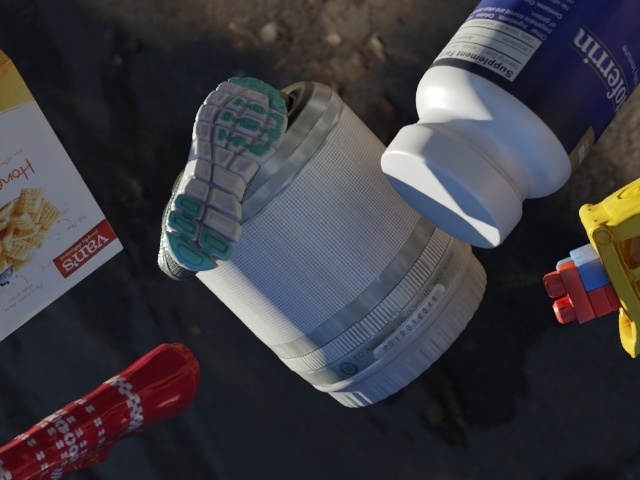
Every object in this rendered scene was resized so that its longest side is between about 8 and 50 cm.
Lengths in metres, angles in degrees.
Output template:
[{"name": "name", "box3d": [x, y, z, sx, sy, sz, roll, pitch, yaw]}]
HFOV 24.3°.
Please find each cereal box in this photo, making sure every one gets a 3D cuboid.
[{"name": "cereal box", "box3d": [-0.289, -0.028, 1.265, 0.047, 0.173, 0.240, 40, 163, 44]}]

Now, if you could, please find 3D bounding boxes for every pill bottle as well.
[{"name": "pill bottle", "box3d": [0.177, -0.132, 1.270, 0.153, 0.265, 0.153, 35, 166, 10]}]

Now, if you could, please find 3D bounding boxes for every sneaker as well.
[{"name": "sneaker", "box3d": [-0.076, -0.042, 1.049, 0.065, 0.166, 0.076, 29, 150, -9]}]

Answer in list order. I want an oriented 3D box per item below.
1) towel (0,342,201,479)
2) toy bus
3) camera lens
[{"name": "towel", "box3d": [-0.184, 0.137, 0.627, 0.031, 0.275, 0.199, 57, 152, 2]}, {"name": "toy bus", "box3d": [0.344, 0.047, 1.518, 0.220, 0.211, 0.149, 63, -173, -13]}, {"name": "camera lens", "box3d": [0.000, 0.000, 1.449, 0.274, 0.219, 0.219, 46, 154, -15]}]
